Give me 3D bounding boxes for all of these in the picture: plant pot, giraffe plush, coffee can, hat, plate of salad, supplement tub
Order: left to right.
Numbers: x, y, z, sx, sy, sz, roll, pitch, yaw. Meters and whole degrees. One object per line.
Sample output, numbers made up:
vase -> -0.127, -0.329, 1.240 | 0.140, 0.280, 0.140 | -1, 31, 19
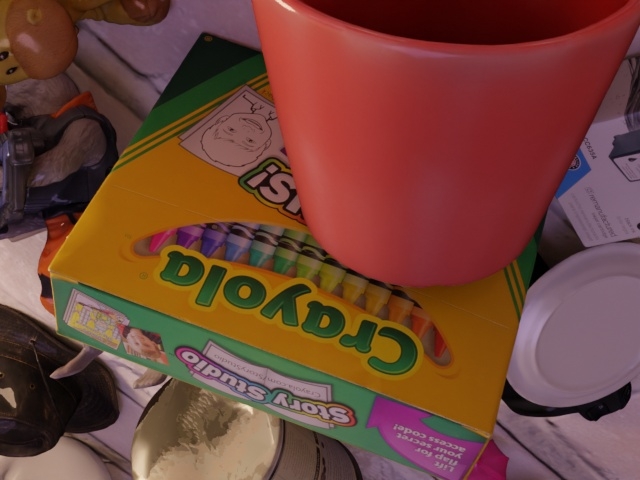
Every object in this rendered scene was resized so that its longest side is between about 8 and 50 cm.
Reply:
hat -> -0.471, 0.237, 1.536 | 0.331, 0.134, 0.331 | 13, 141, 11
giraffe plush -> -0.255, -0.207, 0.906 | 0.210, 0.171, 0.181 | -13, 130, 34
supplement tub -> -0.476, 0.488, 1.744 | 0.228, 0.228, 0.316 | 24, 141, -3
coffee can -> -0.084, 0.296, 1.321 | 0.201, 0.202, 0.275 | -1, 151, 25
plant pot -> 0.083, -0.114, 0.770 | 0.274, 0.275, 0.243 | 12, 134, 11
plate of salad -> 0.270, 0.083, 1.048 | 0.199, 0.048, 0.200 | -9, 123, -14

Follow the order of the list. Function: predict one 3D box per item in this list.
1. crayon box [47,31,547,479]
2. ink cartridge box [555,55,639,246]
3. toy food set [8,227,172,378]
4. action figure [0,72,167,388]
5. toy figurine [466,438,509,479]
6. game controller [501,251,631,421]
crayon box -> 0.000, 0.000, 0.907 | 0.362, 0.313, 0.106 | 19, 140, 5
ink cartridge box -> 0.291, -0.083, 0.875 | 0.190, 0.082, 0.140 | -12, 130, 36
toy food set -> -0.199, 0.063, 1.248 | 0.219, 0.092, 0.306 | -17, 126, 37
action figure -> -0.264, -0.023, 1.085 | 0.341, 0.178, 0.330 | 2, 108, 63
toy figurine -> 0.218, 0.328, 1.375 | 0.159, 0.130, 0.173 | 55, 156, -16
game controller -> 0.209, 0.094, 1.139 | 0.166, 0.067, 0.319 | -4, 136, 48
